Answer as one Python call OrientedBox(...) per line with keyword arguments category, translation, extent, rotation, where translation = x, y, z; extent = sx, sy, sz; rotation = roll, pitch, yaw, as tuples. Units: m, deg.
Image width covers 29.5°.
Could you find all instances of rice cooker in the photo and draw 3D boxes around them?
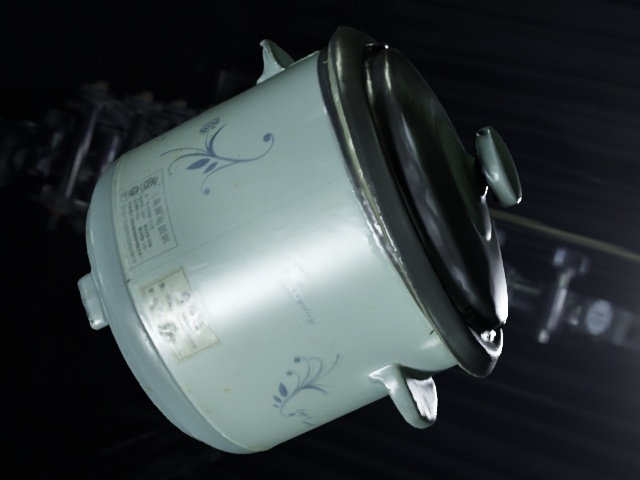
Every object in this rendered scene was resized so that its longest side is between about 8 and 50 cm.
OrientedBox(category="rice cooker", translation=(0.000, 0.000, 0.873), extent=(0.264, 0.317, 0.316), rotation=(32, -105, -64))
